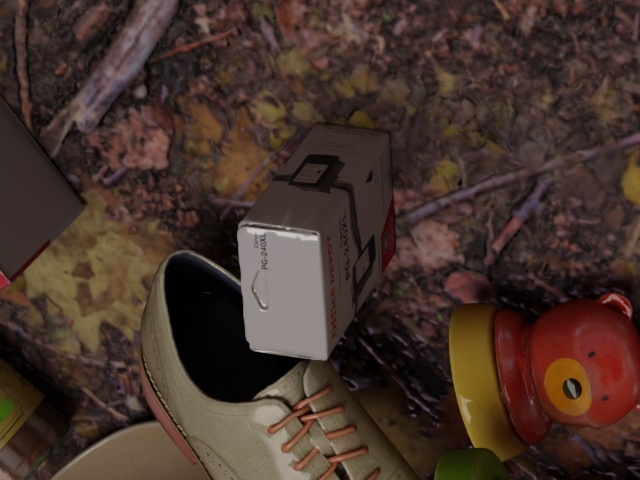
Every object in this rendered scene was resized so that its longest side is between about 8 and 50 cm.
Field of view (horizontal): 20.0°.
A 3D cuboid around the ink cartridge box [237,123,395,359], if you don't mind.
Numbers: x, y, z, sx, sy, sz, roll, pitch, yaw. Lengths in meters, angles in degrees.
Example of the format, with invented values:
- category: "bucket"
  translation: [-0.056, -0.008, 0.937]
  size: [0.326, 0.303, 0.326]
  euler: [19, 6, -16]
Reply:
- category: "ink cartridge box"
  translation: [0.000, 0.000, 1.302]
  size: [0.063, 0.150, 0.109]
  euler: [8, 124, 19]

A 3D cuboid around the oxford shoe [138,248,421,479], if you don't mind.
- category: "oxford shoe"
  translation: [-0.011, 0.169, 1.325]
  size: [0.397, 0.140, 0.146]
  euler: [44, 158, 24]

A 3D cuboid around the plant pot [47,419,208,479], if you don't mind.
- category: "plant pot"
  translation: [-0.106, 0.333, 1.534]
  size: [0.256, 0.256, 0.274]
  euler: [-20, 128, 33]

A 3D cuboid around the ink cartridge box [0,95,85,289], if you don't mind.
- category: "ink cartridge box"
  translation: [-0.309, -0.012, 1.445]
  size: [0.176, 0.128, 0.127]
  euler: [-28, 106, 34]

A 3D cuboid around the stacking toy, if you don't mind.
- category: "stacking toy"
  translation: [0.190, 0.209, 1.287]
  size: [0.130, 0.279, 0.309]
  euler: [-14, 114, 18]

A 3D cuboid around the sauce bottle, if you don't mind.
- category: "sauce bottle"
  translation: [-0.375, 0.086, 1.550]
  size: [0.344, 0.111, 0.111]
  euler: [40, 128, -5]
